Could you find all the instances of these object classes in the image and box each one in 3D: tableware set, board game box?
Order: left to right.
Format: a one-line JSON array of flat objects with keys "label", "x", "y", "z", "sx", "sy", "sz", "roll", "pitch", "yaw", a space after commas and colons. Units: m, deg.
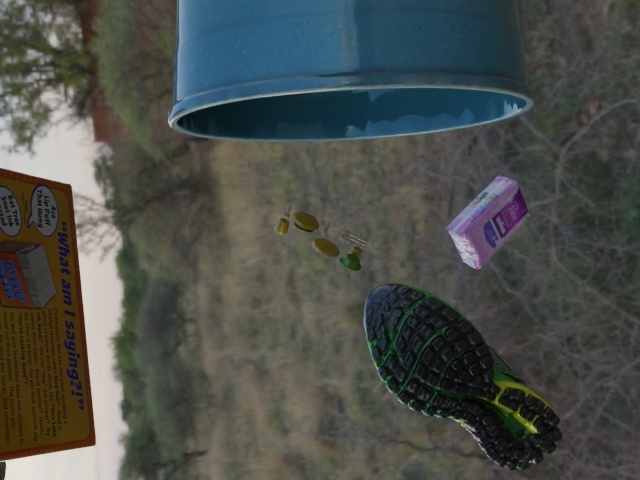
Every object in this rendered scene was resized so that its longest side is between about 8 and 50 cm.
[{"label": "board game box", "x": -0.541, "y": 0.111, "z": 1.038, "sx": 0.356, "sy": 0.356, "sz": 0.357, "roll": 15, "pitch": -115, "yaw": -64}, {"label": "tableware set", "x": 0.000, "y": 0.000, "z": 1.383, "sx": 0.104, "sy": 0.154, "sz": 0.024, "roll": -67, "pitch": 2, "yaw": -61}]

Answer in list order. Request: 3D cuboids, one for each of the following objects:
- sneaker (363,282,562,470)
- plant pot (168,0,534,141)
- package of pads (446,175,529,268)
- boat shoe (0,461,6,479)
[{"label": "sneaker", "x": 0.173, "y": 0.175, "z": 1.147, "sx": 0.343, "sy": 0.134, "sz": 0.146, "roll": 44, "pitch": -176, "yaw": -25}, {"label": "plant pot", "x": 0.015, "y": -0.217, "z": 0.643, "sx": 0.271, "sy": 0.271, "sz": 0.256, "roll": 177, "pitch": 90, "yaw": -78}, {"label": "package of pads", "x": 0.163, "y": -0.018, "z": 0.825, "sx": 0.032, "sy": 0.083, "sz": 0.050, "roll": 26, "pitch": 154, "yaw": 50}, {"label": "boat shoe", "x": -0.606, "y": 0.367, "z": 1.411, "sx": 0.285, "sy": 0.104, "sz": 0.089, "roll": 66, "pitch": 180, "yaw": -51}]
